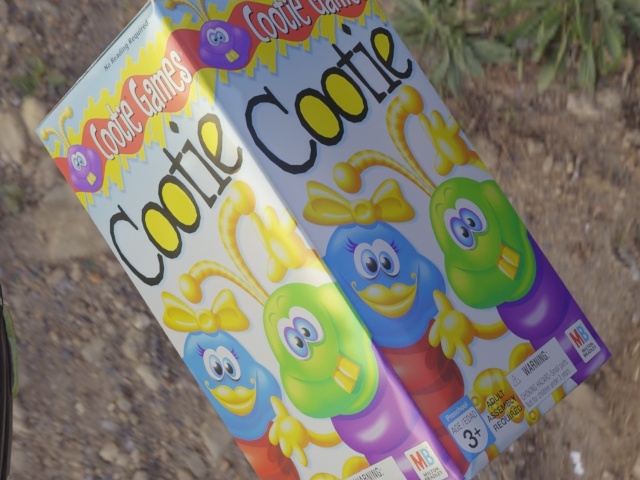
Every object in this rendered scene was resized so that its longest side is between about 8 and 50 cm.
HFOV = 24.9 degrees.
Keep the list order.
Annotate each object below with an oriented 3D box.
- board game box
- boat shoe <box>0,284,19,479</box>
[{"bbox_3d":[0.000,0.000,0.779,0.144,0.142,0.275,-31,87,-43],"label":"board game box"},{"bbox_3d":[-0.157,0.114,0.556,0.081,0.069,0.228,6,82,7],"label":"boat shoe"}]
